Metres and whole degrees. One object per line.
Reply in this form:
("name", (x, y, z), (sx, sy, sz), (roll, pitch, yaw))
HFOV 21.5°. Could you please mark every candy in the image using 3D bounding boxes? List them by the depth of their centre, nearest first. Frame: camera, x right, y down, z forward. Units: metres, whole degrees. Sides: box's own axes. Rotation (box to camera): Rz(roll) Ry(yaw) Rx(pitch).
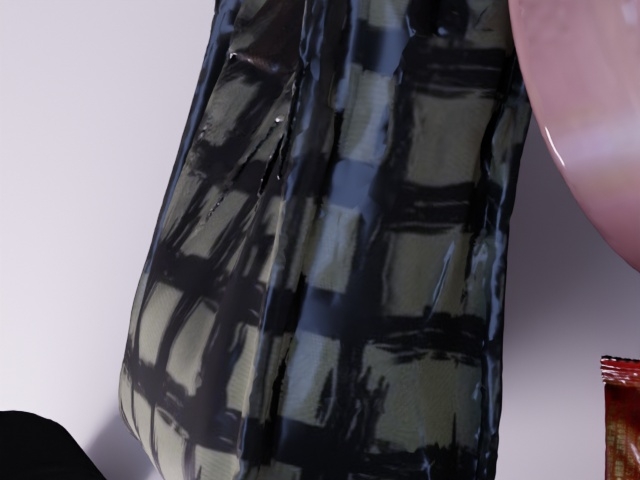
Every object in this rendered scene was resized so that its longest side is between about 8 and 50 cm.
("candy", (0.181, -0.104, 0.776), (0.094, 0.255, 0.255), (-15, 80, 38))

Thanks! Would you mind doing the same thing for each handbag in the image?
("handbag", (0.000, 0.000, 0.902), (0.325, 0.163, 0.327), (-158, 79, -74))

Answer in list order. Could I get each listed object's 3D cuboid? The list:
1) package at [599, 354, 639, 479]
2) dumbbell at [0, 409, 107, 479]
("package", (0.184, 0.164, 0.909), (0.083, 0.022, 0.200), (3, 92, 40))
("dumbbell", (-0.164, 0.282, 1.074), (0.322, 0.204, 0.203), (45, 116, 30))
